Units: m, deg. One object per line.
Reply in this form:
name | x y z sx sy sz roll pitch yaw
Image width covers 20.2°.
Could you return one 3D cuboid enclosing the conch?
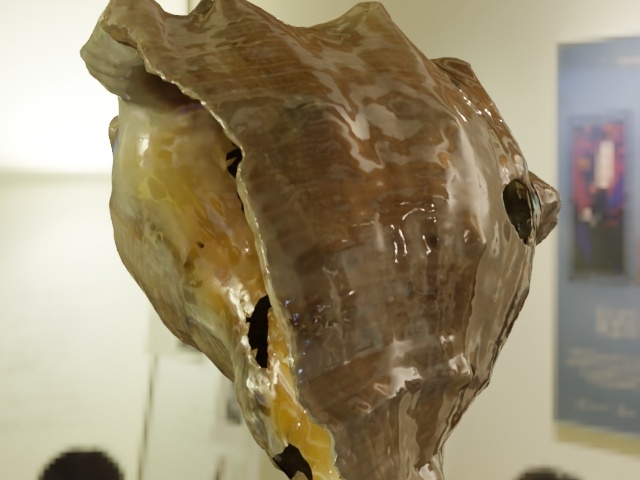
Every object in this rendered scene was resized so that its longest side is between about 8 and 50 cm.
conch | 0.007 -0.008 0.798 0.324 0.186 0.263 47 -3 40
